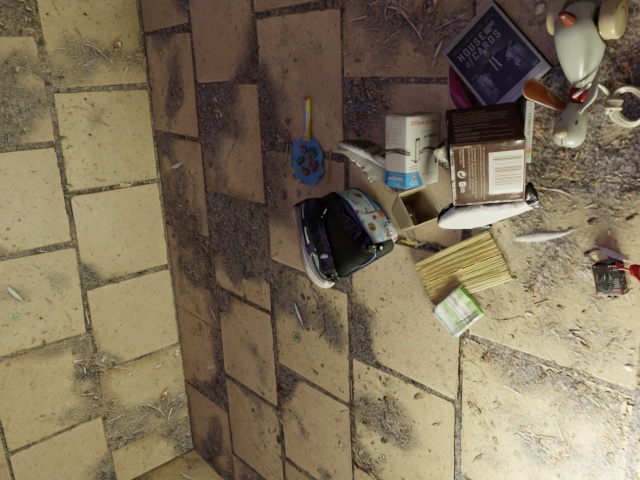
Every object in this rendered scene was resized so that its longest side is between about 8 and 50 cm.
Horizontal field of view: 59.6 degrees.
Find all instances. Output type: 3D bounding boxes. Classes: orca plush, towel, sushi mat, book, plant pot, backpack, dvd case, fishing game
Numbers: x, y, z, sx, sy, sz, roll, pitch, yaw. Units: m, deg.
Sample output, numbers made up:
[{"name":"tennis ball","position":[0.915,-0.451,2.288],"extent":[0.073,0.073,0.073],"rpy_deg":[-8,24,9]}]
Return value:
[{"name":"orca plush","position":[0.441,-0.110,1.486],"extent":[0.287,0.151,0.102],"rpy_deg":[-27,50,54]},{"name":"towel","position":[0.410,0.216,1.678],"extent":[0.113,0.023,0.152],"rpy_deg":[50,139,15]},{"name":"sushi mat","position":[0.412,0.087,1.649],"extent":[0.316,0.019,0.151],"rpy_deg":[-31,79,51]},{"name":"book","position":[0.502,-0.267,1.358],"extent":[0.035,0.096,0.144],"rpy_deg":[2,105,13]},{"name":"plant pot","position":[0.279,-0.088,1.691],"extent":[0.109,0.109,0.096],"rpy_deg":[66,154,10]},{"name":"backpack","position":[0.103,-0.039,1.831],"extent":[0.276,0.213,0.263],"rpy_deg":[-36,82,43]},{"name":"dvd case","position":[0.436,-0.450,1.396],"extent":[0.179,0.029,0.239],"rpy_deg":[-45,70,35]},{"name":"fishing game","position":[-0.058,-0.295,2.073],"extent":[0.264,0.041,0.189],"rpy_deg":[32,123,40]}]

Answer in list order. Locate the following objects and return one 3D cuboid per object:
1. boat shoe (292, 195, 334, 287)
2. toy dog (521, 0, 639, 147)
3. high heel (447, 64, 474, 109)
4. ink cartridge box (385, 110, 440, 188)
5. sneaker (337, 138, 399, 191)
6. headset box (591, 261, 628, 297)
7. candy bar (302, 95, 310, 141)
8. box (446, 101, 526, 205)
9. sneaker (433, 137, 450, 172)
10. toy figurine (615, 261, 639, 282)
[{"name":"boat shoe","position":[0.000,0.000,2.029],"extent":[0.158,0.127,0.341],"rpy_deg":[-29,79,59]},{"name":"toy dog","position":[0.550,-0.374,1.210],"extent":[0.220,0.161,0.334],"rpy_deg":[-10,95,52]},{"name":"high heel","position":[0.402,-0.368,1.485],"extent":[0.117,0.082,0.244],"rpy_deg":[-7,80,15]},{"name":"ink cartridge box","position":[0.265,-0.263,1.604],"extent":[0.086,0.148,0.203],"rpy_deg":[18,117,47]},{"name":"sneaker","position":[0.152,-0.243,1.782],"extent":[0.281,0.105,0.115],"rpy_deg":[35,127,38]},{"name":"headset box","position":[0.682,0.094,1.315],"extent":[0.062,0.032,0.083],"rpy_deg":[-5,97,51]},{"name":"candy bar","position":[-0.051,-0.442,2.022],"extent":[0.040,0.018,0.162],"rpy_deg":[17,111,46]},{"name":"box","position":[0.395,-0.210,1.349],"extent":[0.167,0.203,0.168],"rpy_deg":[-5,125,12]},{"name":"sneaker","position":[0.358,-0.221,1.523],"extent":[0.057,0.161,0.075],"rpy_deg":[-47,68,4]},{"name":"toy figurine","position":[0.790,0.033,1.094],"extent":[0.362,0.217,0.191],"rpy_deg":[-45,40,1]}]
